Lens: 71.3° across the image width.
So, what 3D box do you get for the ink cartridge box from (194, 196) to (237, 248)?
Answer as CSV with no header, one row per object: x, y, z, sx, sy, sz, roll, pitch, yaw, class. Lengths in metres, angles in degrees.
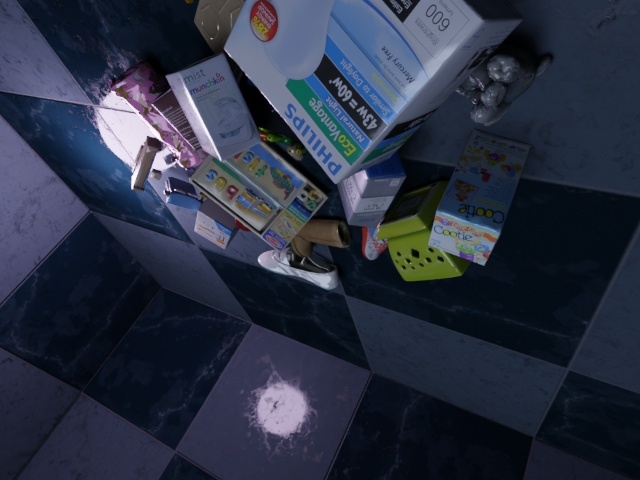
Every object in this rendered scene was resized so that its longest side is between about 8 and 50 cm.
-0.434,-0.102,1.966,0.171,0.168,0.233,33,153,-5,ink cartridge box

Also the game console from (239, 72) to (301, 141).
-0.065,-0.427,1.059,0.341,0.060,0.387,21,130,21,game console

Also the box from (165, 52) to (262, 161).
-0.284,-0.355,1.179,0.262,0.126,0.231,36,153,59,box

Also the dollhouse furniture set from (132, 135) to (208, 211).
-0.632,-0.303,1.934,0.303,0.198,0.286,18,-159,-30,dollhouse furniture set

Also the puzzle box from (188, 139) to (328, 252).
-0.211,-0.181,1.546,0.409,0.272,0.052,38,-169,-15,puzzle box

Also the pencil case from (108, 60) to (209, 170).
-0.538,-0.428,1.550,0.160,0.167,0.386,23,155,51,pencil case

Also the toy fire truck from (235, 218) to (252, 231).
-0.216,-0.177,1.678,0.253,0.169,0.302,-7,140,15,toy fire truck

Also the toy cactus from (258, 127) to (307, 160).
-0.094,-0.316,1.393,0.218,0.112,0.180,16,167,21,toy cactus

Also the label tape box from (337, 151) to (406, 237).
0.107,-0.176,1.244,0.105,0.241,0.334,-8,154,-14,label tape box

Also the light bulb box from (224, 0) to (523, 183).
0.072,-0.363,0.788,0.358,0.225,0.361,51,133,7,light bulb box

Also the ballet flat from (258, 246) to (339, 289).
-0.094,0.101,2.039,0.400,0.139,0.139,19,150,12,ballet flat

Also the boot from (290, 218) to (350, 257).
0.000,0.000,1.800,0.269,0.089,0.236,8,145,34,boot

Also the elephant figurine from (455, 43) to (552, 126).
0.288,-0.356,0.890,0.239,0.186,0.169,47,122,25,elephant figurine

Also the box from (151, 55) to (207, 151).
-0.372,-0.419,1.391,0.167,0.168,0.203,-4,136,49,box

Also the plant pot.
0.316,-0.034,1.305,0.207,0.227,0.228,48,149,-17,plant pot

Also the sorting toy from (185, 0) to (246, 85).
-0.247,-0.564,1.080,0.307,0.041,0.229,57,149,6,sorting toy

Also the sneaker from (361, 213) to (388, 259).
0.228,0.003,1.579,0.144,0.090,0.270,20,148,24,sneaker

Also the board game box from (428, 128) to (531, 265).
0.376,-0.106,1.060,0.144,0.275,0.142,22,151,17,board game box
